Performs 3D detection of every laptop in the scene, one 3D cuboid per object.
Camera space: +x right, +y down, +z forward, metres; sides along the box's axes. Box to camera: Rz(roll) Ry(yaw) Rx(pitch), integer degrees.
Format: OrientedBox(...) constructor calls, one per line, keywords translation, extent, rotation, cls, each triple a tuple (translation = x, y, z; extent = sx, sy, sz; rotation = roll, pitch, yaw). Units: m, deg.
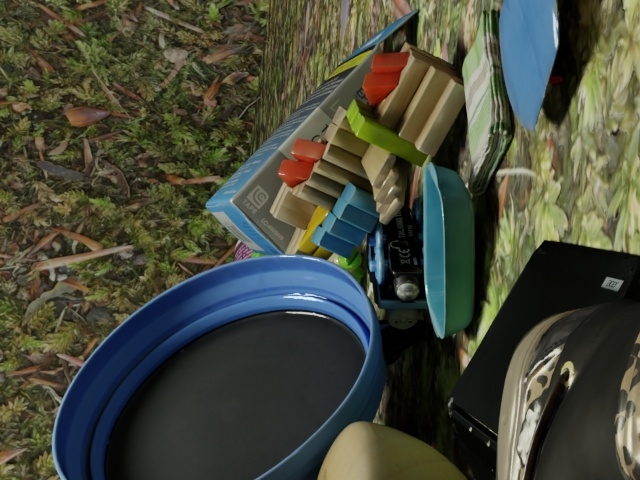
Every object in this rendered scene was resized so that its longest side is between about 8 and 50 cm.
OrientedBox(translation=(0.192, 0.151, 0.987), extent=(0.234, 0.136, 0.264), rotation=(-157, 44, -82), cls="laptop")

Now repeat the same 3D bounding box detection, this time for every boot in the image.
OrientedBox(translation=(0.178, 0.190, 0.664), extent=(0.284, 0.138, 0.377), rotation=(116, 160, -71), cls="boot")

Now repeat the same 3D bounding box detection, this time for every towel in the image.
OrientedBox(translation=(0.157, -0.135, 1.284), extent=(0.113, 0.023, 0.152), rotation=(107, 164, -59), cls="towel")

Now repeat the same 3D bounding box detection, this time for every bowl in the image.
OrientedBox(translation=(-0.107, 0.173, 1.457), extent=(0.391, 0.391, 0.077), rotation=(-99, -16, -55), cls="bowl")

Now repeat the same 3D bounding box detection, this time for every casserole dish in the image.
OrientedBox(translation=(0.130, 0.010, 1.319), extent=(0.114, 0.037, 0.188), rotation=(-103, 9, -63), cls="casserole dish")

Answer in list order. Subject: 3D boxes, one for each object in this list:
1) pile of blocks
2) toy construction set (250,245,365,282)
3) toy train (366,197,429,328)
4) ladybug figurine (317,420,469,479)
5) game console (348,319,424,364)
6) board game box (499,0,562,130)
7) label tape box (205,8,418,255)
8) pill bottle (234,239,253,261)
OrientedBox(translation=(0.026, -0.082, 1.480), extent=(0.362, 0.112, 0.149), rotation=(-53, 20, 40), cls="pile of blocks")
OrientedBox(translation=(0.000, 0.000, 2.017), extent=(0.215, 0.151, 0.327), rotation=(-64, 8, -20), cls="toy construction set")
OrientedBox(translation=(0.092, 0.025, 1.524), extent=(0.184, 0.080, 0.105), rotation=(-96, 5, -54), cls="toy train")
OrientedBox(translation=(0.070, 0.391, 1.247), extent=(0.305, 0.162, 0.449), rotation=(-108, 23, -71), cls="ladybug figurine")
OrientedBox(translation=(-0.027, 0.118, 1.632), extent=(0.213, 0.361, 0.044), rotation=(-38, -65, -46), cls="game console")
OrientedBox(translation=(0.185, -0.174, 1.073), extent=(0.169, 0.033, 0.133), rotation=(95, 169, -54), cls="board game box")
OrientedBox(translation=(0.014, -0.137, 1.753), extent=(0.348, 0.115, 0.249), rotation=(-45, 9, -8), cls="label tape box")
OrientedBox(translation=(-0.071, 0.070, 2.353), extent=(0.169, 0.169, 0.301), rotation=(102, 167, -50), cls="pill bottle")
